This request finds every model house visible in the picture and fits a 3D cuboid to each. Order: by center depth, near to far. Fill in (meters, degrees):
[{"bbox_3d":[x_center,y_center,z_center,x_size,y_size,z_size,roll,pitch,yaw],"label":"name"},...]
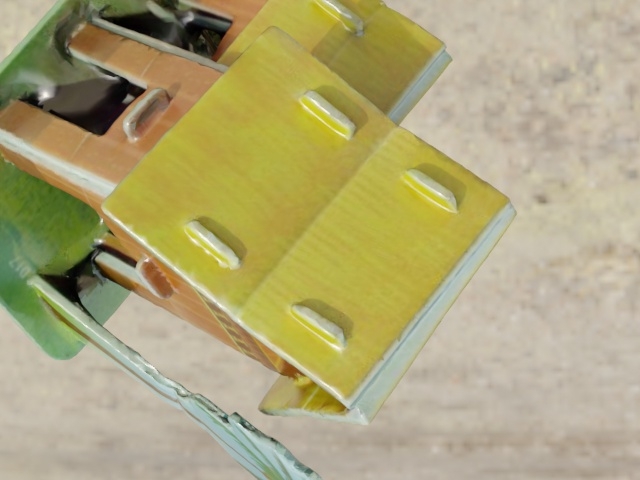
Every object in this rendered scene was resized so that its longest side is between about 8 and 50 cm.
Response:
[{"bbox_3d":[0.000,0.000,1.050,0.324,0.300,0.340,25,157,42],"label":"model house"}]
